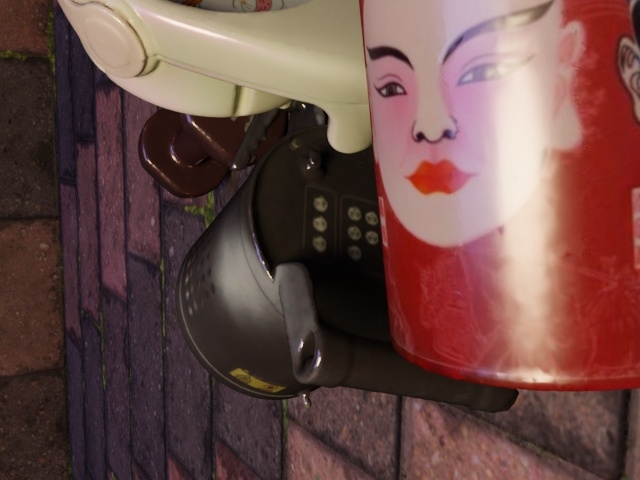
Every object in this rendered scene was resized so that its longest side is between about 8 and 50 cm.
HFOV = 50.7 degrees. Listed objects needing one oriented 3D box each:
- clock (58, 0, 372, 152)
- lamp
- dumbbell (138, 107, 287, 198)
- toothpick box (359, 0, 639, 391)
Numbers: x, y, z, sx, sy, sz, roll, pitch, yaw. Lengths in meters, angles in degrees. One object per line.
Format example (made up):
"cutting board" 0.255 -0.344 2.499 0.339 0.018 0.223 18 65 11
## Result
"clock" -0.085 -0.216 0.570 0.108 0.324 0.265 109 169 -54
"lamp" -0.013 0.043 0.633 0.272 0.205 0.374 -57 30 38
"dumbbell" -0.151 -0.144 0.906 0.140 0.124 0.225 44 153 -16
"toothpick box" 0.122 -0.112 0.369 0.204 0.204 0.333 7 106 58
